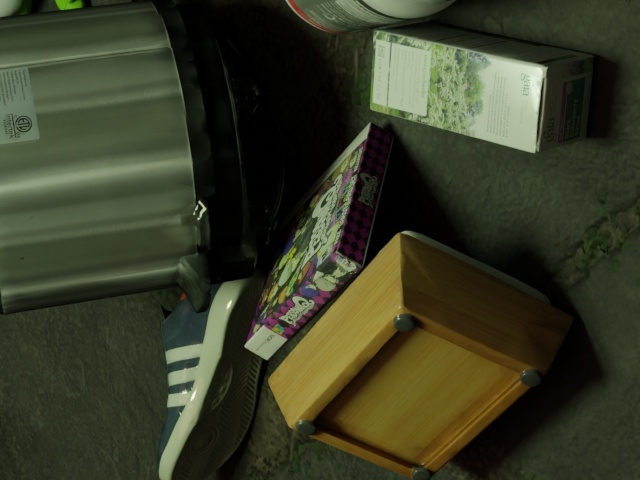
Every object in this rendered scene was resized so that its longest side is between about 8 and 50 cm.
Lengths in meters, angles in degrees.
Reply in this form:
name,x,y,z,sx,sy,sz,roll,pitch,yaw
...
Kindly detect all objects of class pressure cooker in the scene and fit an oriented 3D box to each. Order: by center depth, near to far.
name,x,y,z,sx,sy,sz,roll,pitch,yaw
pressure cooker,-0.252,-0.106,1.760,0.375,0.421,0.369,-128,31,-65

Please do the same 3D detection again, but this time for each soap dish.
name,x,y,z,sx,sy,sz,roll,pitch,yaw
soap dish,0.106,0.141,1.602,0.291,0.229,0.118,-50,22,38

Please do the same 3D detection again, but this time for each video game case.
name,x,y,z,sx,sy,sz,roll,pitch,yaw
video game case,0.000,0.000,1.685,0.042,0.232,0.210,30,134,-14

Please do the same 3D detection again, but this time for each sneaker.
name,x,y,z,sx,sy,sz,roll,pitch,yaw
sneaker,-0.168,0.169,1.949,0.148,0.131,0.350,35,115,36

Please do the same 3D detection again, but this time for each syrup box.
name,x,y,z,sx,sy,sz,roll,pitch,yaw
syrup box,0.172,-0.170,1.546,0.237,0.096,0.093,19,115,39

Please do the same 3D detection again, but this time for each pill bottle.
name,x,y,z,sx,sy,sz,roll,pitch,yaw
pill bottle,0.068,-0.308,1.495,0.283,0.161,0.161,-173,73,-69

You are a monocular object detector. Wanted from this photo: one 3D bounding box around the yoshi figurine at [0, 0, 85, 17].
name,x,y,z,sx,sy,sz,roll,pitch,yaw
yoshi figurine,-0.442,-0.372,2.034,0.203,0.203,0.362,49,129,2
